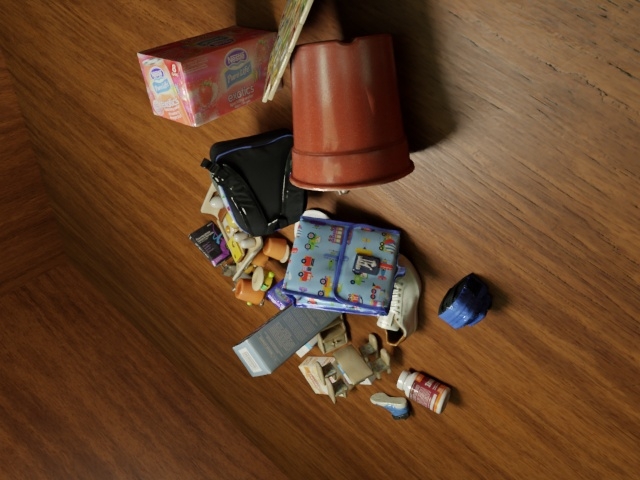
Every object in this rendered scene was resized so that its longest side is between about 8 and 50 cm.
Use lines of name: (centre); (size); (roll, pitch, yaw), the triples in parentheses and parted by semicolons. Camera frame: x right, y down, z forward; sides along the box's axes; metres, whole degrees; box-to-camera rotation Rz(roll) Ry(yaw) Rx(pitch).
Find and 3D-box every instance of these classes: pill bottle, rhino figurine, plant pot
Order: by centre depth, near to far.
plant pot: (0.052, -0.270, 0.881); (0.272, 0.272, 0.265); (12, 120, 37)
pill bottle: (0.322, 0.468, 1.341); (0.152, 0.086, 0.086); (20, 133, 31)
rhino figurine: (-0.311, 0.158, 1.702); (0.243, 0.073, 0.106); (36, 126, 18)

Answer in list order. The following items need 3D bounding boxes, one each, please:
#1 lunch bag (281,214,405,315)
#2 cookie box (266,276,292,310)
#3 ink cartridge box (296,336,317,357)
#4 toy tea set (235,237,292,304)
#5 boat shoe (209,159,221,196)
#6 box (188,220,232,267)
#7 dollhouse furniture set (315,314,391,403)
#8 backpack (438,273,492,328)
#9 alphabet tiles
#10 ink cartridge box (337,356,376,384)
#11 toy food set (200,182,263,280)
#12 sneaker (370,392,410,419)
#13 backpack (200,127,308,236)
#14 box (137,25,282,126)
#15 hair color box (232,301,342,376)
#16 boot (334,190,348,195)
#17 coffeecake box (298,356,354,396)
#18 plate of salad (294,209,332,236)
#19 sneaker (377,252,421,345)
lunch bag: (0.075, 0.073, 1.119); (0.293, 0.221, 0.138); (6, 157, 16)
cookie box: (-0.121, 0.189, 1.520); (0.092, 0.107, 0.040); (42, 143, 10)
ink cartridge box: (-0.060, 0.367, 1.619); (0.090, 0.092, 0.143); (45, 141, 6)
toy tea set: (-0.193, 0.110, 1.523); (0.124, 0.200, 0.336); (15, 155, -29)
boat shoe: (-0.234, -0.159, 1.363); (0.320, 0.103, 0.118); (38, 141, 20)
box: (-0.410, 0.012, 1.646); (0.162, 0.116, 0.029); (46, 140, 4)
dollhouse furniture set: (0.077, 0.350, 1.387); (0.242, 0.212, 0.161); (46, 153, 50)
backpack: (0.350, 0.156, 1.032); (0.101, 0.120, 0.098); (38, 139, 14)
alphabet tiles: (-0.051, -0.450, 0.835); (0.011, 0.285, 0.342); (14, 145, -19)
ink cartridge box: (0.135, 0.469, 1.548); (0.122, 0.052, 0.088); (-21, 105, 49)
toy food set: (-0.321, -0.036, 1.479); (0.220, 0.092, 0.306); (-47, 64, 49)
sneaker: (0.252, 0.603, 1.540); (0.152, 0.058, 0.084); (-8, 106, 40)
backpack: (-0.160, -0.155, 1.159); (0.213, 0.277, 0.263); (-122, 20, -60)
box: (-0.244, -0.395, 1.006); (0.154, 0.300, 0.142); (24, 135, 29)
hair color box: (-0.061, 0.235, 1.264); (0.113, 0.374, 0.185); (54, 150, 2)
boot: (0.021, -0.161, 1.161); (0.106, 0.037, 0.114); (-20, 111, 52)
coffeecake box: (0.023, 0.537, 1.698); (0.185, 0.068, 0.142); (-17, 107, 49)
plate of salad: (0.000, 0.000, 1.299); (0.200, 0.048, 0.199); (20, 123, 35)
sneaker: (0.210, 0.174, 1.181); (0.106, 0.123, 0.290); (12, 127, 40)
